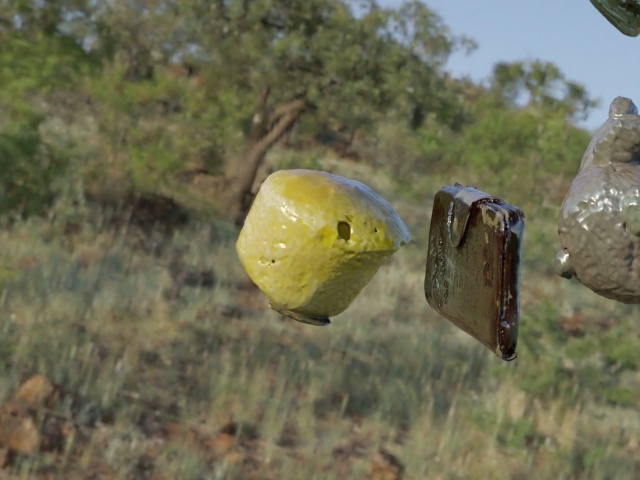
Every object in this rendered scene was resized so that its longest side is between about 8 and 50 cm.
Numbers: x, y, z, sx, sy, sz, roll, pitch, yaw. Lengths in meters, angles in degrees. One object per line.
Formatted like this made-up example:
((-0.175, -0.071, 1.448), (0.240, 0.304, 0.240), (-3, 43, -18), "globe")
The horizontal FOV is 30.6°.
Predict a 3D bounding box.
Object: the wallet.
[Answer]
((0.125, 0.018, 0.983), (0.031, 0.122, 0.232), (1, 7, -7), "wallet")

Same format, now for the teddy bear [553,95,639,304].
((0.363, -0.040, 1.356), (0.151, 0.236, 0.267), (-1, 28, 32), "teddy bear")

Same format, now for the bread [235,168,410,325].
((0.000, -0.001, 1.479), (0.197, 0.170, 0.197), (27, 18, -10), "bread")

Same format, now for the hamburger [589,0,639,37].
((0.398, -0.332, 1.546), (0.140, 0.062, 0.133), (43, 35, -13), "hamburger")
